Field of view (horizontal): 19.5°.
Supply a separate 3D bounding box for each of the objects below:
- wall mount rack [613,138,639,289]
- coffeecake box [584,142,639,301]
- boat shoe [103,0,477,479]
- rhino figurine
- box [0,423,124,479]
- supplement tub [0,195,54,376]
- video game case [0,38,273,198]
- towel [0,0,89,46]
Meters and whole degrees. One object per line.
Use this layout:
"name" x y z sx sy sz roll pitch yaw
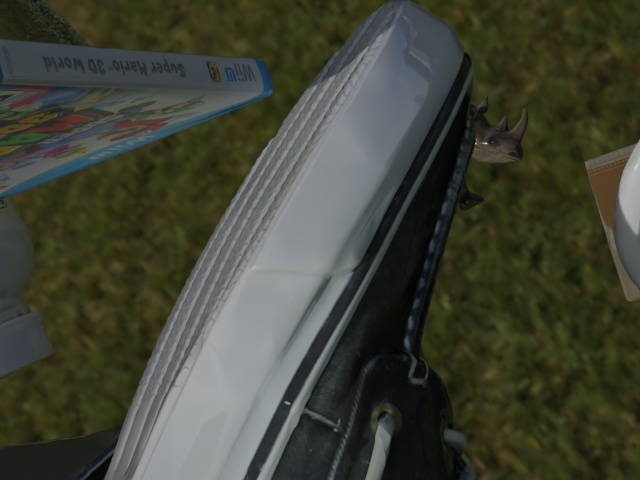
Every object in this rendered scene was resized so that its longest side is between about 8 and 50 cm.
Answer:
"wall mount rack" 0.239 0.091 0.725 0.304 0.350 0.130 -55 31 15
"coffeecake box" 0.214 -0.032 0.867 0.142 0.068 0.185 -18 0 18
"boat shoe" -0.007 0.082 0.647 0.335 0.119 0.121 -66 10 -10
"rhino figurine" 0.119 -0.075 1.943 0.243 0.106 0.073 -33 -8 32
"box" -0.303 0.427 1.363 0.472 0.480 0.297 -12 17 26
"supplement tub" -0.333 -0.032 1.237 0.235 0.325 0.235 -24 0 0
"video game case" -0.101 -0.033 0.578 0.119 0.015 0.166 -19 -5 24
"towel" -0.242 -0.175 1.417 0.110 0.148 0.027 -2 48 51
